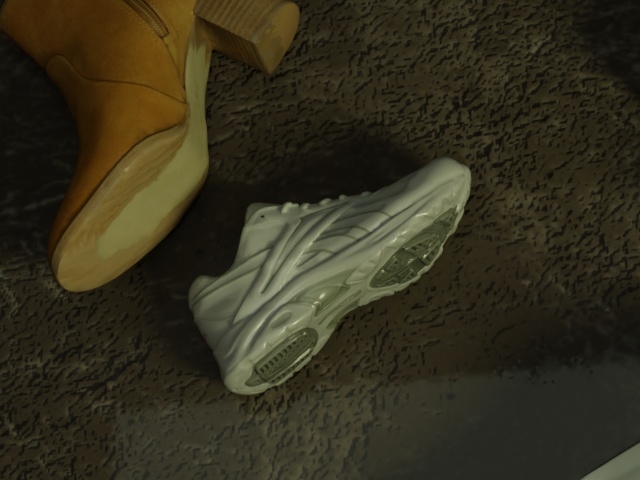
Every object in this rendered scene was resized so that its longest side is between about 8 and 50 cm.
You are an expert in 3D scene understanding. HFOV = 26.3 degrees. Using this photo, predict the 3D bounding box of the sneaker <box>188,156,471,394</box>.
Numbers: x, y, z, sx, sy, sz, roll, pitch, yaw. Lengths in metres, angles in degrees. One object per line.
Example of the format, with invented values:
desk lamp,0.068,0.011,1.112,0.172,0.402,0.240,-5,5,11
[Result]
sneaker,0.000,0.000,0.980,0.232,0.090,0.115,-36,65,-7

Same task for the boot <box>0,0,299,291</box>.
boot,-0.174,-0.118,1.051,0.211,0.104,0.295,27,70,22

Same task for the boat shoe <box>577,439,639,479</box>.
boat shoe,0.208,0.186,0.866,0.306,0.113,0.105,-32,75,-1
